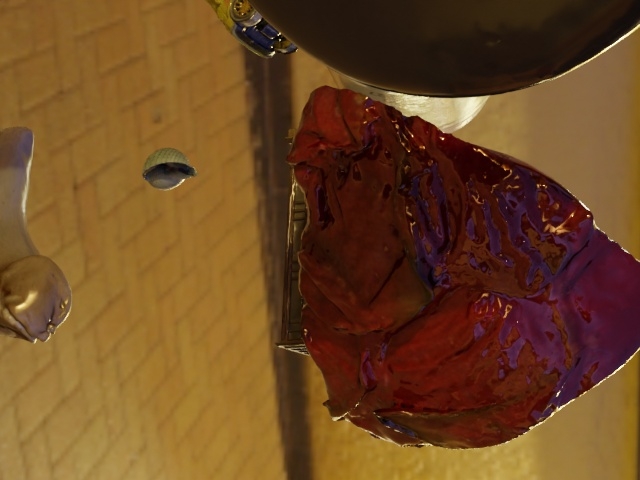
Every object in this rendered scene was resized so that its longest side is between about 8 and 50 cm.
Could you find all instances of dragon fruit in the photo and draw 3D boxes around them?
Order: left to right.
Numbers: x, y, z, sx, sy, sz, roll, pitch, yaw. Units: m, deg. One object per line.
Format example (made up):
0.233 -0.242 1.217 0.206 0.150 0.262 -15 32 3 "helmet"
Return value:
0.080 0.010 1.114 0.330 0.302 0.240 50 5 -13 "dragon fruit"

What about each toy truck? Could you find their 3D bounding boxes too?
-0.047 -0.402 1.778 0.272 0.157 0.124 -50 147 9 "toy truck"

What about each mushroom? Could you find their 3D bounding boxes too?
-0.412 0.015 1.645 0.126 0.177 0.397 24 24 -36 "mushroom"

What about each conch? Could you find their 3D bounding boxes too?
-0.225 -0.111 1.891 0.076 0.085 0.056 38 37 -56 "conch"

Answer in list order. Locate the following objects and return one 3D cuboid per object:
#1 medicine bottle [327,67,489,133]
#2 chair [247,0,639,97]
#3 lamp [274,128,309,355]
0.105 -0.237 1.448 0.379 0.214 0.213 40 52 -81 "medicine bottle"
0.105 -0.330 0.846 0.362 0.365 0.410 46 35 -28 "chair"
0.000 0.000 1.855 0.090 0.089 0.325 22 67 -57 "lamp"
